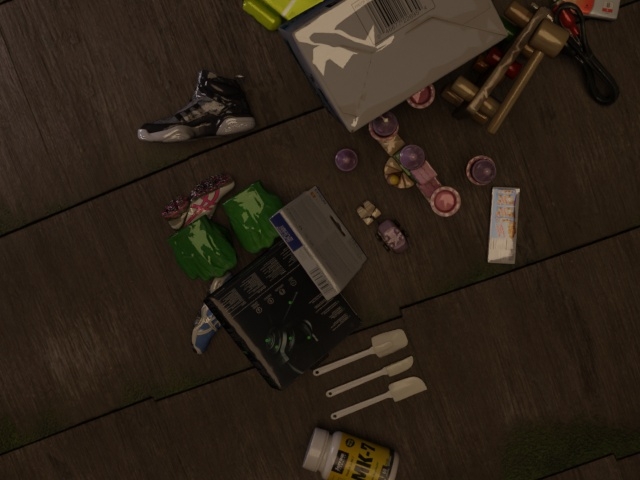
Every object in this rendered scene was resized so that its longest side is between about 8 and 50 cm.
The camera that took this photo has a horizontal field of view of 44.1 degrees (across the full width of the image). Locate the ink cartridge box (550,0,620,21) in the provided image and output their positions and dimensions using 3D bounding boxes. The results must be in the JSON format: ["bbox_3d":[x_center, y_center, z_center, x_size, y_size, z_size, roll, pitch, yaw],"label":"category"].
[{"bbox_3d":[0.604,-0.590,1.767,0.145,0.045,0.179,9,99,1],"label":"ink cartridge box"}]

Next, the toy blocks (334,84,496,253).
[{"bbox_3d":[0.192,-0.156,1.720,0.309,0.260,0.288,-39,94,5],"label":"toy blocks"}]

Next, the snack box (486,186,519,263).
[{"bbox_3d":[0.425,-0.036,1.843,0.064,0.022,0.178,3,96,3],"label":"snack box"}]

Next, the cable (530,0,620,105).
[{"bbox_3d":[0.580,-0.431,1.753,0.287,0.139,0.072,39,56,-8],"label":"cable"}]

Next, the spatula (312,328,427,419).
[{"bbox_3d":[0.113,0.325,1.898,0.242,0.019,0.168,-22,100,5],"label":"spatula"}]

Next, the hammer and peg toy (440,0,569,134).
[{"bbox_3d":[0.370,-0.361,1.641,0.127,0.361,0.266,36,97,-2],"label":"hammer and peg toy"}]

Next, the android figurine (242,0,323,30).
[{"bbox_3d":[-0.061,-0.591,1.787,0.273,0.056,0.248,36,96,-1],"label":"android figurine"}]

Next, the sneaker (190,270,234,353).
[{"bbox_3d":[-0.243,0.176,1.863,0.081,0.080,0.211,23,97,1],"label":"sneaker"}]

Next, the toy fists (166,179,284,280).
[{"bbox_3d":[-0.205,-0.014,1.807,0.279,0.096,0.142,-32,99,3],"label":"toy fists"}]

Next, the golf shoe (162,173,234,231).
[{"bbox_3d":[-0.274,-0.086,1.851,0.186,0.067,0.086,-32,120,5],"label":"golf shoe"}]

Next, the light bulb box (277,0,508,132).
[{"bbox_3d":[0.127,-0.425,1.616,0.358,0.361,0.225,-31,108,2],"label":"light bulb box"}]

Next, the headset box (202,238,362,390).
[{"bbox_3d":[-0.080,0.168,1.795,0.246,0.131,0.283,-39,94,-15],"label":"headset box"}]

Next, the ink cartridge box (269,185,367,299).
[{"bbox_3d":[0.000,0.000,1.776,0.045,0.224,0.223,-34,93,26],"label":"ink cartridge box"}]

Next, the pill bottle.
[{"bbox_3d":[0.070,0.523,1.867,0.208,0.119,0.119,19,96,0],"label":"pill bottle"}]

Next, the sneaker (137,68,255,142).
[{"bbox_3d":[-0.289,-0.306,1.807,0.269,0.101,0.153,-8,95,-3],"label":"sneaker"}]
